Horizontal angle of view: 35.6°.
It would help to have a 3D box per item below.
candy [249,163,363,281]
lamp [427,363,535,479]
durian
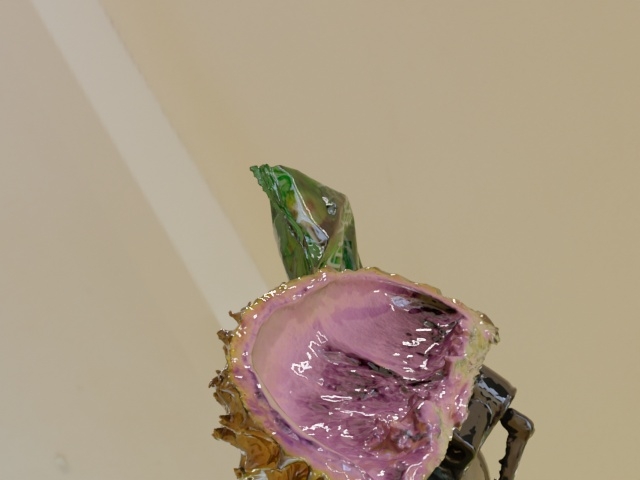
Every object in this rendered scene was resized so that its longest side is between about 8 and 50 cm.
[{"bbox_3d":[-0.004,-0.001,1.035,0.078,0.203,0.141,-10,-105,24],"label":"candy"},{"bbox_3d":[0.072,0.319,1.105,0.205,0.272,0.374,35,-54,6],"label":"lamp"},{"bbox_3d":[0.018,0.114,0.763,0.191,0.341,0.112,24,-61,9],"label":"durian"}]
